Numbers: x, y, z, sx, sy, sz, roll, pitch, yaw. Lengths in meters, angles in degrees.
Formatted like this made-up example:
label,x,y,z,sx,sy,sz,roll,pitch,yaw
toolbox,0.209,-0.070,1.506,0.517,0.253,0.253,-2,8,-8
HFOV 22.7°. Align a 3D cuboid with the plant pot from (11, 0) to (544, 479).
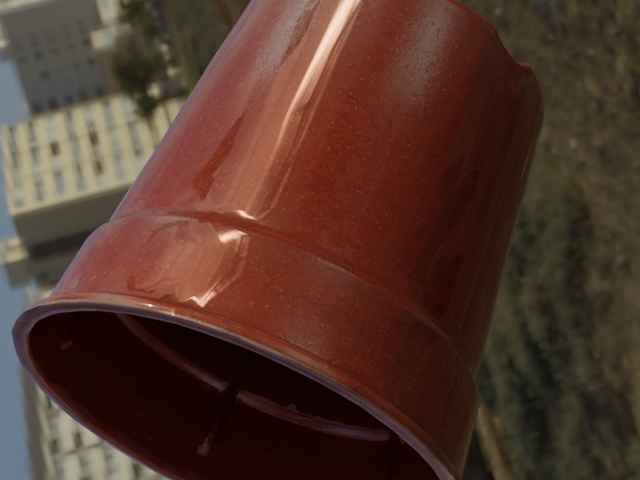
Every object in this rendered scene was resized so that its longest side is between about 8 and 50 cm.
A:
label,x,y,z,sx,sy,sz,roll,pitch,yaw
plant pot,0.000,0.000,0.942,0.272,0.272,0.265,82,-152,-61
